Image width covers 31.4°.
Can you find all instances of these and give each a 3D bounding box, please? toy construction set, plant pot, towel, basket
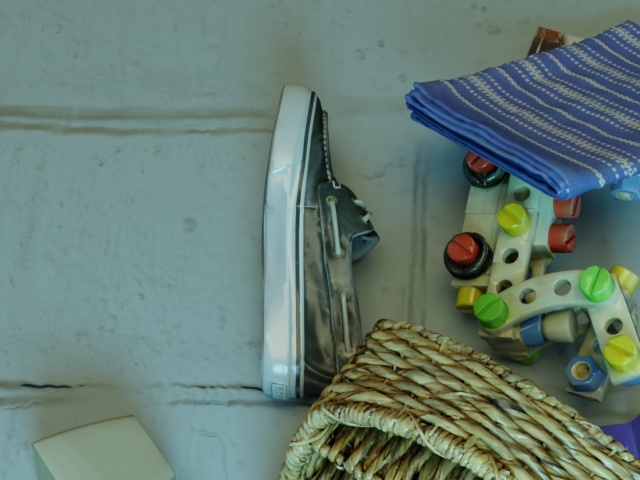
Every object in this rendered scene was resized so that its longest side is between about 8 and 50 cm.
[{"bbox_3d":[0.243,-0.005,1.119,0.215,0.151,0.328,1,50,32],"label":"toy construction set"},{"bbox_3d":[-0.193,0.226,1.052,0.096,0.109,0.109,-28,63,-25],"label":"plant pot"},{"bbox_3d":[0.282,-0.144,1.150,0.336,0.040,0.243,-21,37,-27],"label":"towel"},{"bbox_3d":[0.111,0.236,0.950,0.299,0.213,0.223,31,65,23],"label":"basket"}]

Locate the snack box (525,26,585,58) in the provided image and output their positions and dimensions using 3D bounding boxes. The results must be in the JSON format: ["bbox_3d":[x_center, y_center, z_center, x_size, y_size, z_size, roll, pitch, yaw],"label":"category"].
[{"bbox_3d":[0.248,-0.160,1.274,0.064,0.022,0.178,19,64,11],"label":"snack box"}]

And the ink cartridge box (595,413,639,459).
[{"bbox_3d":[0.359,0.250,1.034,0.208,0.045,0.206,-7,62,1],"label":"ink cartridge box"}]

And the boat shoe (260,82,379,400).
[{"bbox_3d":[0.000,0.000,1.165,0.119,0.121,0.335,2,72,-4],"label":"boat shoe"}]
